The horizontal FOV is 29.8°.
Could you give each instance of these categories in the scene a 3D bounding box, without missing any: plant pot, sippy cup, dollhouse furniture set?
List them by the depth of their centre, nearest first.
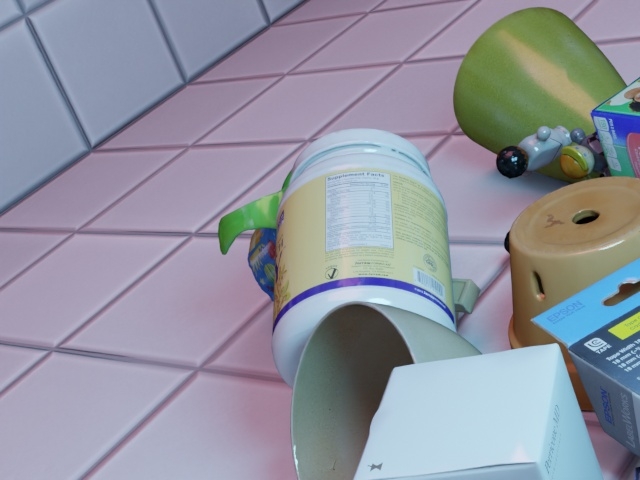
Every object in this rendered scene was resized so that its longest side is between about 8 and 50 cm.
[{"bbox_3d":[0.116,0.216,1.401,0.191,0.284,0.284,4,10,-31],"label":"plant pot"},{"bbox_3d":[0.367,0.052,1.550,0.291,0.203,0.291,-18,25,9],"label":"plant pot"},{"bbox_3d":[0.140,0.145,1.731,0.182,0.101,0.161,2,58,43],"label":"dollhouse furniture set"},{"bbox_3d":[0.000,0.000,1.923,0.224,0.305,0.240,-38,18,52],"label":"sippy cup"},{"bbox_3d":[0.417,-0.213,2.043,0.275,0.274,0.293,-27,41,-11],"label":"plant pot"}]

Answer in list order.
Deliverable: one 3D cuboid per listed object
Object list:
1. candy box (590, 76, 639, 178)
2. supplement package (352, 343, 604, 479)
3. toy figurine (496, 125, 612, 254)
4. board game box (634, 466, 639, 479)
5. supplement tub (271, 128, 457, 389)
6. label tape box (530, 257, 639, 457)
[{"bbox_3d":[0.536,-0.066,1.571,0.122,0.268,0.317,-37,27,-22],"label":"candy box"},{"bbox_3d":[0.174,0.274,1.139,0.175,0.293,0.177,-11,27,24],"label":"supplement package"},{"bbox_3d":[0.366,-0.065,1.784,0.148,0.209,0.213,-24,20,-30],"label":"toy figurine"},{"bbox_3d":[0.394,0.307,1.189,0.165,0.042,0.243,-13,26,21],"label":"board game box"},{"bbox_3d":[0.057,0.034,1.628,0.241,0.241,0.331,-15,46,16],"label":"supplement tub"},{"bbox_3d":[0.427,0.139,1.298,0.241,0.105,0.334,-26,30,-17],"label":"label tape box"}]
